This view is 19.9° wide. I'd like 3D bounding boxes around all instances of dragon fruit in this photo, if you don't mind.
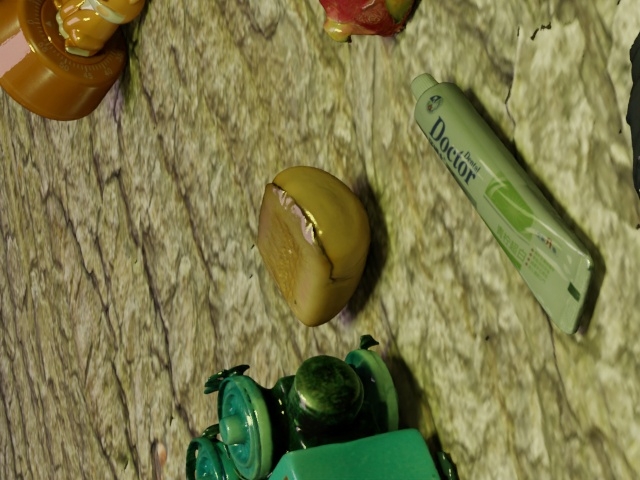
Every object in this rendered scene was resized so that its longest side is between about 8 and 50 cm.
[{"bbox_3d":[0.017,-0.153,1.070,0.056,0.060,0.083,111,147,-42],"label":"dragon fruit"}]

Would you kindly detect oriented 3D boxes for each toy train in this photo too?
[{"bbox_3d":[-0.002,0.163,1.097,0.203,0.112,0.163,114,141,-55],"label":"toy train"}]

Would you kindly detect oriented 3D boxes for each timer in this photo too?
[{"bbox_3d":[-0.209,-0.198,1.624,0.152,0.132,0.132,-34,58,40],"label":"timer"}]

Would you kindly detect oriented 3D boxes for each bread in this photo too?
[{"bbox_3d":[0.000,0.000,1.140,0.082,0.056,0.115,55,160,24],"label":"bread"}]

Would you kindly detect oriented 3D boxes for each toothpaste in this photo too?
[{"bbox_3d":[0.090,-0.029,0.936,0.197,0.029,0.048,-121,33,-46],"label":"toothpaste"}]

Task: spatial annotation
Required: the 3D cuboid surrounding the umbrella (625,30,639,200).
[{"bbox_3d":[0.155,0.032,0.714,0.071,0.071,0.248,171,96,-70],"label":"umbrella"}]
